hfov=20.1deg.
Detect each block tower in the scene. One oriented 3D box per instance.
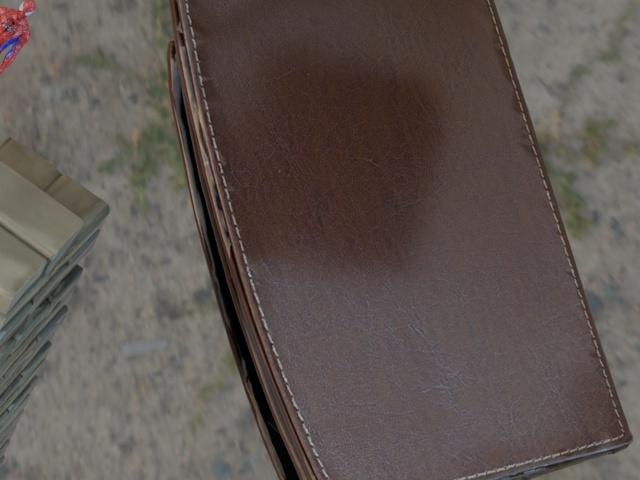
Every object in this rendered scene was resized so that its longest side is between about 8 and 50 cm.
[{"bbox_3d":[-0.204,0.072,0.931,0.097,0.091,0.335,36,138,3],"label":"block tower"}]

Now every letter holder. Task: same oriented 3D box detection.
[{"bbox_3d":[0.000,0.000,0.956,0.214,0.152,0.302,-9,77,-39],"label":"letter holder"}]

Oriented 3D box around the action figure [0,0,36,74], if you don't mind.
[{"bbox_3d":[-0.247,-0.134,1.318,0.038,0.030,0.115,43,102,-7],"label":"action figure"}]
